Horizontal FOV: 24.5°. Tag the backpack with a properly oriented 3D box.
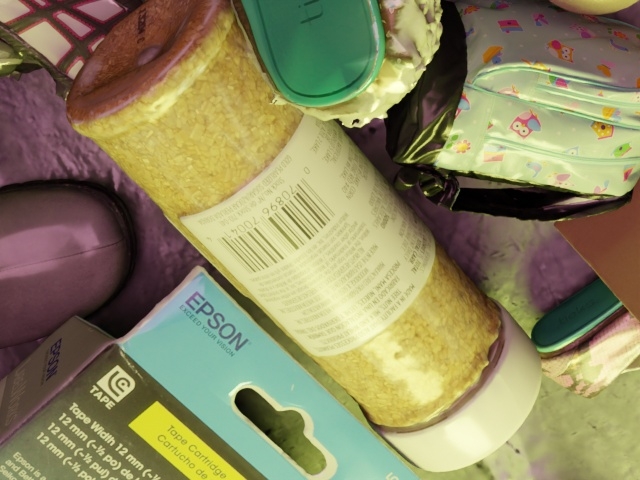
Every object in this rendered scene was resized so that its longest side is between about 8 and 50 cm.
[{"bbox_3d":[0.134,-0.089,0.943,0.182,0.152,0.115,11,130,-11],"label":"backpack"}]

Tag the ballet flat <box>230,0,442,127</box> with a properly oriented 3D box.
[{"bbox_3d":[-0.023,-0.265,0.796,0.147,0.147,0.408,-13,104,8],"label":"ballet flat"}]

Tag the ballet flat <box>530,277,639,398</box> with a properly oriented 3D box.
[{"bbox_3d":[0.244,0.029,1.006,0.221,0.077,0.079,-42,115,18],"label":"ballet flat"}]

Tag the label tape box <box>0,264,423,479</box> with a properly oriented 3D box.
[{"bbox_3d":[-0.127,0.189,1.031,0.348,0.115,0.249,-41,111,11],"label":"label tape box"}]

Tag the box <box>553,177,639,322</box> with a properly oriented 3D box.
[{"bbox_3d":[0.261,-0.034,0.946,0.201,0.164,0.021,-48,133,13],"label":"box"}]

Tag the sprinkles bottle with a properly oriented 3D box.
[{"bbox_3d":[0.000,0.000,0.930,0.121,0.121,0.355,-36,120,13],"label":"sprinkles bottle"}]

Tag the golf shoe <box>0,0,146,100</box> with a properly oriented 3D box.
[{"bbox_3d":[-0.145,-0.144,0.980,0.273,0.105,0.120,18,100,1],"label":"golf shoe"}]

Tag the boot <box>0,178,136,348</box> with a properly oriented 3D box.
[{"bbox_3d":[-0.299,0.059,0.981,0.338,0.222,0.118,-16,101,9],"label":"boot"}]

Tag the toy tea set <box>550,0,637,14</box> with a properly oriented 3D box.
[{"bbox_3d":[0.211,-0.300,0.861,0.200,0.124,0.336,-2,124,3],"label":"toy tea set"}]
